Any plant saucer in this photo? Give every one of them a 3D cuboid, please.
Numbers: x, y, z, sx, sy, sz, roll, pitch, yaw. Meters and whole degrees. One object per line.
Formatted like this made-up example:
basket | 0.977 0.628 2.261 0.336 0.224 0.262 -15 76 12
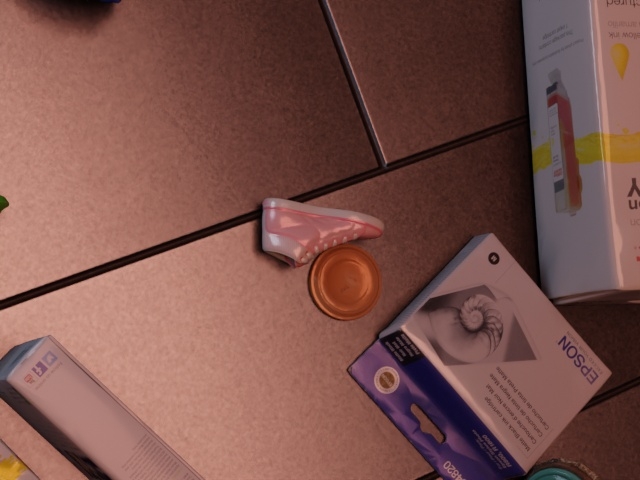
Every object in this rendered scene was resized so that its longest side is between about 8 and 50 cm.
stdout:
plant saucer | 0.028 0.045 1.397 0.083 0.013 0.083 2 82 -19

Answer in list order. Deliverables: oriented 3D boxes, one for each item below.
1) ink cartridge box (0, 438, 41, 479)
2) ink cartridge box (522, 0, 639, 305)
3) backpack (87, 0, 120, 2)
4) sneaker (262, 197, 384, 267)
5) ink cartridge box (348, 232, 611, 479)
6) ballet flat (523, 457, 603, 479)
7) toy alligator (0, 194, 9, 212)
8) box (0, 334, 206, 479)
ink cartridge box | -0.347 0.240 1.150 0.233 0.171 0.168 47 71 -8
ink cartridge box | 0.397 -0.125 1.474 0.279 0.160 0.385 -1 84 -20
backpack | -0.248 -0.288 1.295 0.120 0.101 0.098 11 73 14
sneaker | 0.000 0.000 1.372 0.134 0.051 0.070 10 78 -13
ink cartridge box | 0.180 0.144 1.422 0.224 0.045 0.223 -45 99 -19
ballet flat | 0.343 0.467 1.362 0.182 0.164 0.483 15 49 -49
toy alligator | -0.380 0.018 1.235 0.189 0.056 0.051 -30 136 -17
box | -0.166 0.217 1.187 0.322 0.232 0.058 46 72 -10
